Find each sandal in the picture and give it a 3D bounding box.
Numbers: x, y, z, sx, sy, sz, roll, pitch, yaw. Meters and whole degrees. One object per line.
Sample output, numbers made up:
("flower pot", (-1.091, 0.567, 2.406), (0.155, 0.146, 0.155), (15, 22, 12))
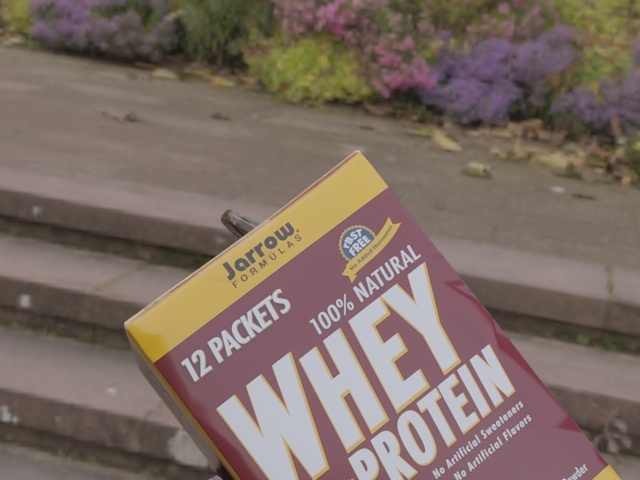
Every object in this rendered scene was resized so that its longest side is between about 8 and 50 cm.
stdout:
("sandal", (0.000, 0.000, 1.161), (0.219, 0.060, 0.090), (17, -7, -17))

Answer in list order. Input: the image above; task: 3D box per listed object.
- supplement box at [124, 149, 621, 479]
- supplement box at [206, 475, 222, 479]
("supplement box", (0.014, 0.090, 0.556), (0.129, 0.191, 0.194), (-37, -5, -13))
("supplement box", (-0.097, 0.219, 0.821), (0.083, 0.055, 0.043), (-23, 29, -31))
